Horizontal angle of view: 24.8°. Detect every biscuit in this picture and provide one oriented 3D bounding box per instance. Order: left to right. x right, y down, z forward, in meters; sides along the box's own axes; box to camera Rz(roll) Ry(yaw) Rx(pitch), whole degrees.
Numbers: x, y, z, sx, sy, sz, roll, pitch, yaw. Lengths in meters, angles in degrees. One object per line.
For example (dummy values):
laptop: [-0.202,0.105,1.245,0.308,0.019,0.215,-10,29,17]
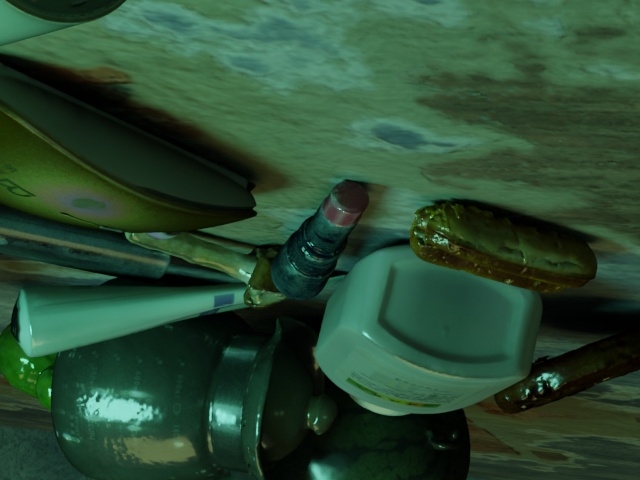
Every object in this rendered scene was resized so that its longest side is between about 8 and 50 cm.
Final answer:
biscuit: [0.260,0.127,1.446,0.192,0.049,0.192,-22,174,-2]

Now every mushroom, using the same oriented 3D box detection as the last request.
mushroom: [-0.106,0.018,1.347,0.187,0.061,0.060,18,169,-18]

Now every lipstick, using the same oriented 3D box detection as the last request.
lipstick: [0.000,0.000,1.220,0.053,0.053,0.234,10,164,-7]

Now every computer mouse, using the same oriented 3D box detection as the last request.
computer mouse: [-0.182,-0.053,1.084,0.158,0.072,0.310,-1,164,39]

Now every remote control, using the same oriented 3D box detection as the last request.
remote control: [-0.332,-0.017,1.367,0.377,0.044,0.107,12,162,-15]

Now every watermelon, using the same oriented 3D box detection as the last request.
watermelon: [0.023,0.247,1.712,0.359,0.279,0.279,-14,156,34]

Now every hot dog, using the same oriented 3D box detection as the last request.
hot dog: [0.145,0.007,1.172,0.165,0.045,0.071,16,166,-26]

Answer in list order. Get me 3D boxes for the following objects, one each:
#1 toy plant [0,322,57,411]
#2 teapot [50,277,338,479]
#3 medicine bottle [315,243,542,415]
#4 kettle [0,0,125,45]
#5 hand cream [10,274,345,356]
toy plant: [-0.260,0.168,1.798,0.316,0.184,0.224,31,-167,-47]
teapot: [-0.122,0.198,1.523,0.285,0.305,0.223,6,163,23]
medicine bottle: [0.092,0.097,1.407,0.179,0.124,0.324,14,164,-4]
kettle: [-0.151,-0.146,0.691,0.148,0.127,0.098,-6,128,52]
hand cream: [-0.142,0.058,1.422,0.320,0.067,0.109,-8,172,-19]
